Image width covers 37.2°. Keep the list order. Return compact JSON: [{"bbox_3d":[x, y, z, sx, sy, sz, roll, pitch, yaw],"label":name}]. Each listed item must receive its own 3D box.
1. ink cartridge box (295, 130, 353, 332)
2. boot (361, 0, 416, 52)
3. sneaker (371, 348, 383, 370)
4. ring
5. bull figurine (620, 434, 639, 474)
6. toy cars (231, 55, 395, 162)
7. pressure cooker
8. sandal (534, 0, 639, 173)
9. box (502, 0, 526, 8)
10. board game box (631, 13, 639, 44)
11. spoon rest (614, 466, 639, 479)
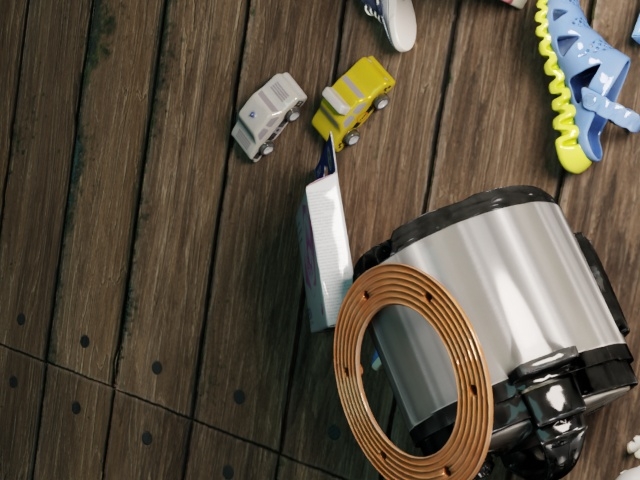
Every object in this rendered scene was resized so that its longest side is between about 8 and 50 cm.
[{"bbox_3d":[0.000,0.000,1.730,0.071,0.324,0.330,-9,83,-6],"label":"ink cartridge box"},{"bbox_3d":[0.124,-0.434,1.787,0.086,0.069,0.190,-16,72,42],"label":"boot"},{"bbox_3d":[0.122,0.163,1.774,0.084,0.058,0.152,38,106,24],"label":"sneaker"},{"bbox_3d":[0.128,0.197,1.349,0.336,0.032,0.336,14,107,53],"label":"ring"},{"bbox_3d":[0.556,0.437,1.435,0.188,0.101,0.310,-3,88,37],"label":"bull figurine"},{"bbox_3d":[-0.037,-0.259,1.878,0.394,0.087,0.176,-4,87,36],"label":"toy cars"},{"bbox_3d":[0.276,0.172,1.477,0.375,0.370,0.420,-34,67,34],"label":"pressure cooker"},{"bbox_3d":[0.434,-0.274,1.530,0.138,0.126,0.317,-12,90,31],"label":"sandal"},{"bbox_3d":[0.262,-0.489,1.578,0.148,0.232,0.127,38,111,30],"label":"box"},{"bbox_3d":[0.591,-0.365,1.417,0.211,0.039,0.160,18,86,45],"label":"board game box"},{"bbox_3d":[0.512,0.458,1.371,0.137,0.084,0.276,-51,48,29],"label":"spoon rest"}]
